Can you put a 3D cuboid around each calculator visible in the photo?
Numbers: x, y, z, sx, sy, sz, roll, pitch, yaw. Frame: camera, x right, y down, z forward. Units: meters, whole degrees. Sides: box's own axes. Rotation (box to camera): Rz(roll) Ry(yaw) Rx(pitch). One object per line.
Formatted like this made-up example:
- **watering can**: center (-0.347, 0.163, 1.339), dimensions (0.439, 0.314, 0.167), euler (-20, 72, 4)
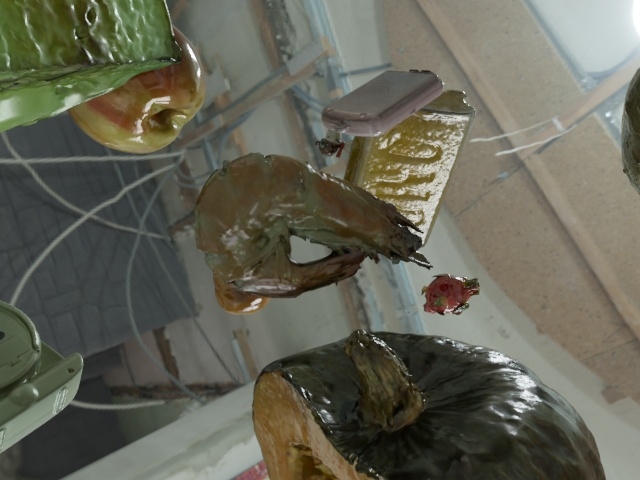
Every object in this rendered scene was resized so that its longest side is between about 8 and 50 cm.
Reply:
- **calculator**: center (0.079, -0.176, 0.788), dimensions (0.100, 0.175, 0.032), euler (19, -45, 42)

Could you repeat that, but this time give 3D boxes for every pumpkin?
- **pumpkin**: center (0.096, 0.167, 0.518), dimensions (0.325, 0.232, 0.242), euler (24, -50, 54)

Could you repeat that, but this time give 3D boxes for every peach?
- **peach**: center (-0.157, 0.086, 1.292), dimensions (0.138, 0.138, 0.138), euler (26, -54, 43)
- **peach**: center (-0.240, -0.206, 0.786), dimensions (0.184, 0.184, 0.184), euler (26, -54, 43)

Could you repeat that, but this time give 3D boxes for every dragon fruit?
- **dragon fruit**: center (0.255, 0.104, 1.211), dimensions (0.116, 0.086, 0.081), euler (-14, -61, 36)

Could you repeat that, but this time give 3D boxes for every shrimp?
- **shrimp**: center (0.000, 0.000, 0.430), dimensions (0.041, 0.180, 0.099), euler (35, -71, 66)

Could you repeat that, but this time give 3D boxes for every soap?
- **soap**: center (0.129, -0.117, 1.031), dimensions (0.089, 0.173, 0.274), euler (-102, -161, -48)

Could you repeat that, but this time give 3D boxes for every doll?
- **doll**: center (0.037, -0.162, 1.081), dimensions (0.085, 0.058, 0.040), euler (35, -7, -4)

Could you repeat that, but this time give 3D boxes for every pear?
- **pear**: center (-0.346, -0.204, 0.531), dimensions (0.318, 0.342, 0.239), euler (-9, -76, 24)

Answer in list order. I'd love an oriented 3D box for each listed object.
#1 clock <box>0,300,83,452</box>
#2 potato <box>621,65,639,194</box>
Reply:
- **clock**: center (-0.606, 0.210, 1.069), dimensions (0.324, 0.265, 0.109), euler (36, -54, 12)
- **potato**: center (0.646, -0.218, 1.088), dimensions (0.219, 0.270, 0.359), euler (6, -23, 28)
